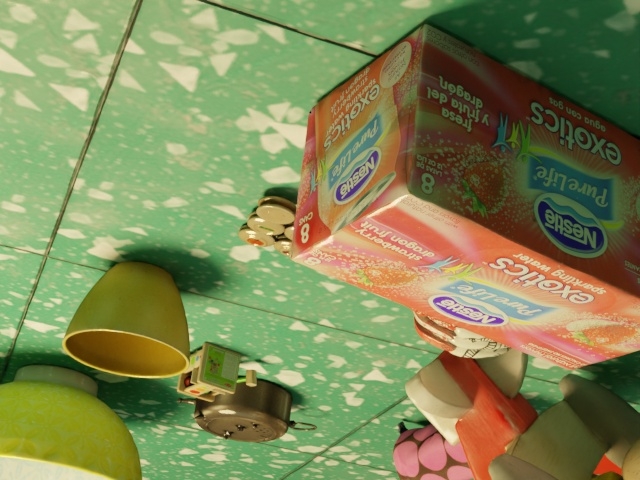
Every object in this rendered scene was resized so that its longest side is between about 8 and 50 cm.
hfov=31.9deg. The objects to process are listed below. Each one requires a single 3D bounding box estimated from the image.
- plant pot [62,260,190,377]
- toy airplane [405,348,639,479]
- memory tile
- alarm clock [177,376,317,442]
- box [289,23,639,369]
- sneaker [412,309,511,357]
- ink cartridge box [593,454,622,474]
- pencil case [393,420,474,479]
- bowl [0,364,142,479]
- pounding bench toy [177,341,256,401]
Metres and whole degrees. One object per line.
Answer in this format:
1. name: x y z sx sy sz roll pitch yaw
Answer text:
1. plant pot: -0.199 0.079 1.194 0.134 0.095 0.134 6 154 3
2. toy airplane: 0.259 0.242 1.158 0.272 0.386 0.384 -23 132 26
3. memory tile: 0.000 0.000 1.070 0.148 0.012 0.113 17 155 -13
4. alarm clock: -0.088 0.238 1.521 0.192 0.064 0.129 18 151 -27
5. box: 0.143 -0.019 0.869 0.299 0.142 0.154 23 150 -28
6. sneaker: 0.098 0.047 1.025 0.270 0.090 0.145 8 148 -22
7. ink cartridge box: 0.452 0.304 1.518 0.238 0.060 0.275 -5 151 19
8. pencil case: 0.190 0.267 1.479 0.209 0.098 0.095 -25 94 47
9. bowl: -0.374 0.262 1.528 0.289 0.156 0.289 6 153 3
10. pounding bench toy: -0.129 0.172 1.406 0.083 0.052 0.065 22 149 -28
